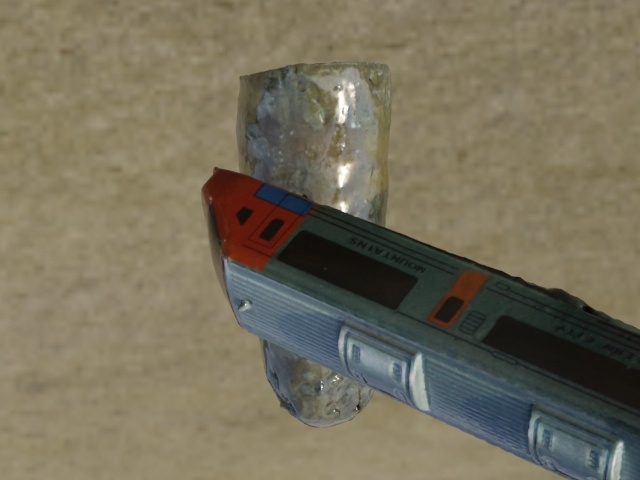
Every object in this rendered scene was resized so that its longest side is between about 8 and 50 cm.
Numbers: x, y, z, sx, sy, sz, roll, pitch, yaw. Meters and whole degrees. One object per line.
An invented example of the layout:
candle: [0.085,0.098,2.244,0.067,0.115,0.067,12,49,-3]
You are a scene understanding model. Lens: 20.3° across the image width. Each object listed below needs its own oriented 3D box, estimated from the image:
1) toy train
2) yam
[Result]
toy train: [0.081,0.065,1.102,0.409,0.089,0.086,22,144,26]
yam: [0.000,0.000,1.487,0.133,0.330,0.133,-2,-161,1]
